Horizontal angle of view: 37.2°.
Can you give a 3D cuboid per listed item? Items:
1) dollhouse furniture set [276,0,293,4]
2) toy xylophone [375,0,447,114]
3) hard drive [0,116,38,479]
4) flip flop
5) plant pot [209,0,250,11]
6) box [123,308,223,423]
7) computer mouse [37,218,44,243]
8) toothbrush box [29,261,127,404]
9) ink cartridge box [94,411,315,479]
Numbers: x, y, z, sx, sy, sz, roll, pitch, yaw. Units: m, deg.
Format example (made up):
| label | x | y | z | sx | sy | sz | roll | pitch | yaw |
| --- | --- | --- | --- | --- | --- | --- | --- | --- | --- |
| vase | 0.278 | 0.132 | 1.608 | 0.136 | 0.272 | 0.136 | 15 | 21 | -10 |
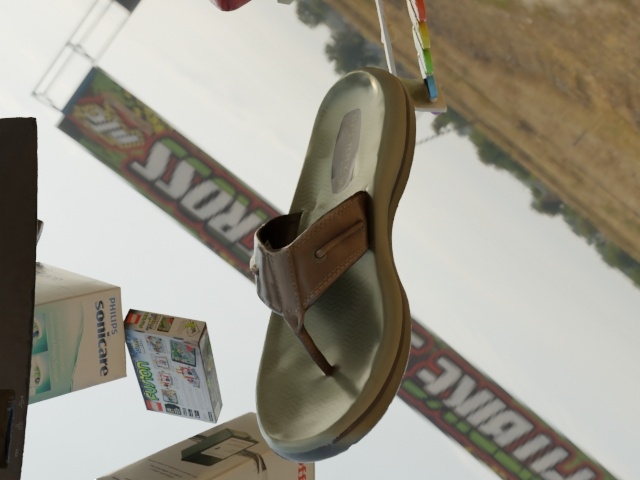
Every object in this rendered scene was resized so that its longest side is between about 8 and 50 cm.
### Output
| label | x | y | z | sx | sy | sz | roll | pitch | yaw |
| --- | --- | --- | --- | --- | --- | --- | --- | --- | --- |
| dollhouse furniture set | -0.031 | -0.410 | 1.429 | 0.091 | 0.081 | 0.114 | 7 | -141 | -15 |
| toy xylophone | 0.134 | -0.373 | 1.551 | 0.236 | 0.081 | 0.323 | -98 | -6 | -47 |
| hard drive | -0.261 | 0.048 | 0.673 | 0.054 | 0.255 | 0.172 | 11 | 163 | -42 |
| flip flop | 0.000 | 0.000 | 0.590 | 0.080 | 0.112 | 0.277 | 33 | -124 | -39 |
| plant pot | -0.098 | -0.469 | 1.054 | 0.267 | 0.267 | 0.236 | 45 | 163 | 26 |
| box | -0.207 | 0.182 | 1.350 | 0.114 | 0.207 | 0.036 | 9 | -131 | 10 |
| computer mouse | -0.536 | 0.055 | 1.462 | 0.060 | 0.262 | 0.184 | 62 | 165 | 7 |
| toothbrush box | -0.420 | 0.122 | 1.161 | 0.295 | 0.126 | 0.216 | -13 | -163 | -43 |
| ink cartridge box | -0.138 | 0.367 | 1.217 | 0.121 | 0.211 | 0.289 | 9 | -167 | 36 |
